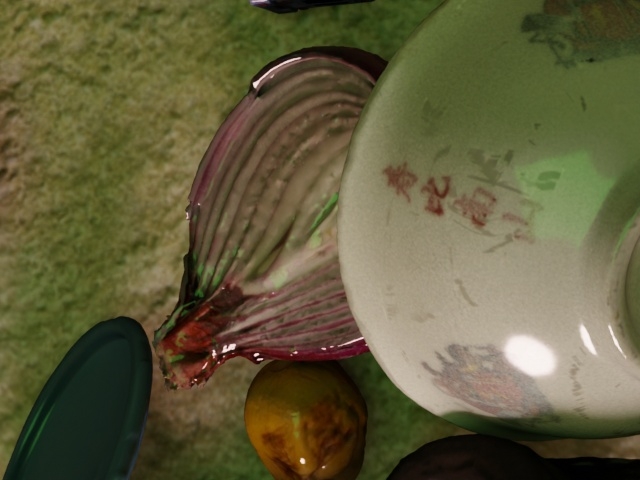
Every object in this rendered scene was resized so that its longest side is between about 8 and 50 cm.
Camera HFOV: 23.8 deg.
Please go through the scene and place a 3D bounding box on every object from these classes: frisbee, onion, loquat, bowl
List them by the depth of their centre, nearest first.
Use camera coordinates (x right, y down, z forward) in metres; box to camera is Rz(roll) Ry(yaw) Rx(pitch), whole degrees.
[{"bbox_3d":[0.248,-0.004,1.161,0.435,0.196,0.435,-7,110,-20],"label":"bowl"},{"bbox_3d":[0.000,0.000,1.358,0.349,0.159,0.267,-41,71,19],"label":"onion"},{"bbox_3d":[-0.219,0.207,1.382,0.049,0.289,0.289,27,100,-24],"label":"frisbee"},{"bbox_3d":[-0.012,0.168,1.382,0.113,0.137,0.137,-17,88,-14],"label":"loquat"}]

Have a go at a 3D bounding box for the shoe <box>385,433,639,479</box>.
[{"bbox_3d":[0.222,0.245,1.200,0.384,0.237,0.171,1,80,44],"label":"shoe"}]

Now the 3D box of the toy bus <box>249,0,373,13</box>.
[{"bbox_3d":[-0.016,-0.356,1.360,0.133,0.125,0.292,-2,93,12],"label":"toy bus"}]
